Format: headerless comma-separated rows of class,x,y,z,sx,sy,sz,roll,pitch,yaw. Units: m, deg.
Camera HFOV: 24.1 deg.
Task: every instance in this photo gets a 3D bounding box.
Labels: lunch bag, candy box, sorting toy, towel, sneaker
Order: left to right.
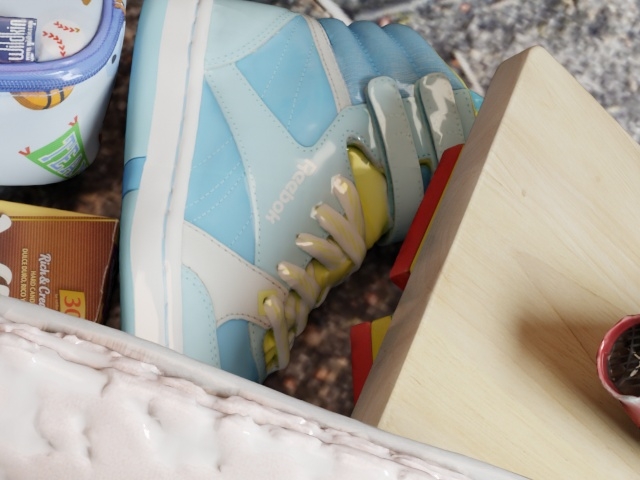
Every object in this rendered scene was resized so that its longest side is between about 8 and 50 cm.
lunch bag,-0.231,-0.163,0.836,0.243,0.115,0.303,4,50,-10
candy box,-0.206,0.030,0.791,0.186,0.053,0.109,9,60,-3
towel,-0.094,0.184,0.606,0.331,0.317,0.053,20,21,5
sneaker,0.000,0.000,0.791,0.208,0.127,0.319,2,62,-4
sorting toy,0.120,0.088,0.727,0.257,0.089,0.255,41,53,-23

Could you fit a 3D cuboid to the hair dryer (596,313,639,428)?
hair dryer,0.196,0.025,0.709,0.224,0.080,0.293,60,34,-4
